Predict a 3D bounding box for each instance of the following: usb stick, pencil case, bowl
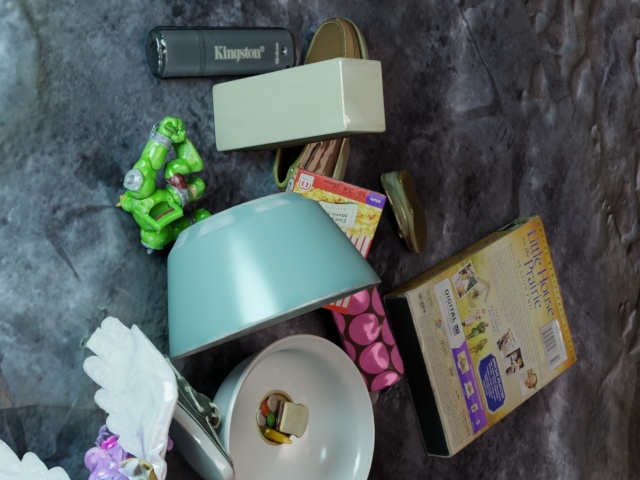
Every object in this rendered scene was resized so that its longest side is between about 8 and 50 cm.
[{"bbox_3d":[-0.143,-0.281,1.824,0.278,0.045,0.077,-10,93,-45],"label":"usb stick"},{"bbox_3d":[0.063,0.144,1.974,0.098,0.095,0.209,-24,104,-16],"label":"pencil case"},{"bbox_3d":[-0.066,0.286,1.800,0.297,0.134,0.298,4,85,-44],"label":"bowl"},{"bbox_3d":[-0.089,0.038,1.698,0.311,0.311,0.163,-17,83,-44],"label":"bowl"}]

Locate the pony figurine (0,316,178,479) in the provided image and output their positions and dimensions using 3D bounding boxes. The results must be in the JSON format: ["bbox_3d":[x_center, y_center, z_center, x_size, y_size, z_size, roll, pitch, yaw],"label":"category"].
[{"bbox_3d":[-0.234,0.308,1.510,0.303,0.351,0.363,-46,140,-16],"label":"pony figurine"}]

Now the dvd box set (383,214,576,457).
[{"bbox_3d":[0.301,0.163,2.227,0.420,0.062,0.308,-28,106,-42],"label":"dvd box set"}]

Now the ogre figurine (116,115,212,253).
[{"bbox_3d":[-0.215,-0.067,1.697,0.118,0.096,0.197,-44,161,-32],"label":"ogre figurine"}]

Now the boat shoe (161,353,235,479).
[{"bbox_3d":[-0.173,0.237,1.653,0.070,0.219,0.078,-28,150,-28],"label":"boat shoe"}]

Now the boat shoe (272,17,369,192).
[{"bbox_3d":[-0.003,-0.213,1.913,0.104,0.110,0.307,18,75,-44],"label":"boat shoe"}]

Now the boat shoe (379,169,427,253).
[{"bbox_3d":[0.143,-0.048,2.102,0.056,0.048,0.153,-50,128,-49],"label":"boat shoe"}]

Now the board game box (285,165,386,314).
[{"bbox_3d":[0.000,0.000,1.866,0.146,0.045,0.194,16,97,-17],"label":"board game box"}]

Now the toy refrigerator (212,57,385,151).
[{"bbox_3d":[-0.033,-0.192,1.770,0.094,0.269,0.102,-4,89,-46],"label":"toy refrigerator"}]

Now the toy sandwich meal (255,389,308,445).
[{"bbox_3d":[-0.054,0.247,1.700,0.085,0.029,0.086,5,83,-44],"label":"toy sandwich meal"}]
